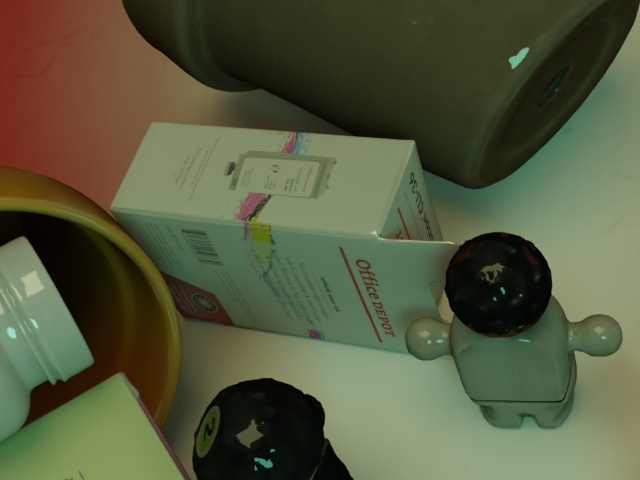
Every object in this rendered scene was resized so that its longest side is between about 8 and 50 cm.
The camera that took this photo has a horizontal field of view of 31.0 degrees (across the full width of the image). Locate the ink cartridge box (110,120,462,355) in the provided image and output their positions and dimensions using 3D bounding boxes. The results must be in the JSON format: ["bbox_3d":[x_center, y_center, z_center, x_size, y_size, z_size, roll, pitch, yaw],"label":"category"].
[{"bbox_3d":[0.000,0.000,0.638,0.198,0.115,0.067,7,57,23],"label":"ink cartridge box"}]

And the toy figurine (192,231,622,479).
[{"bbox_3d":[0.074,0.114,0.505,0.210,0.148,0.213,-35,51,-8],"label":"toy figurine"}]

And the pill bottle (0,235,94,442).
[{"bbox_3d":[-0.184,0.064,0.496,0.160,0.087,0.087,-30,50,-15],"label":"pill bottle"}]

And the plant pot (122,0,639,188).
[{"bbox_3d":[0.052,-0.153,0.678,0.229,0.263,0.263,42,75,18],"label":"plant pot"}]

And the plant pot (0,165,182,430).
[{"bbox_3d":[-0.206,0.038,0.643,0.205,0.205,0.188,-37,36,-9],"label":"plant pot"}]

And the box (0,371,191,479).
[{"bbox_3d":[-0.131,0.217,0.490,0.243,0.117,0.213,-29,55,-15],"label":"box"}]
